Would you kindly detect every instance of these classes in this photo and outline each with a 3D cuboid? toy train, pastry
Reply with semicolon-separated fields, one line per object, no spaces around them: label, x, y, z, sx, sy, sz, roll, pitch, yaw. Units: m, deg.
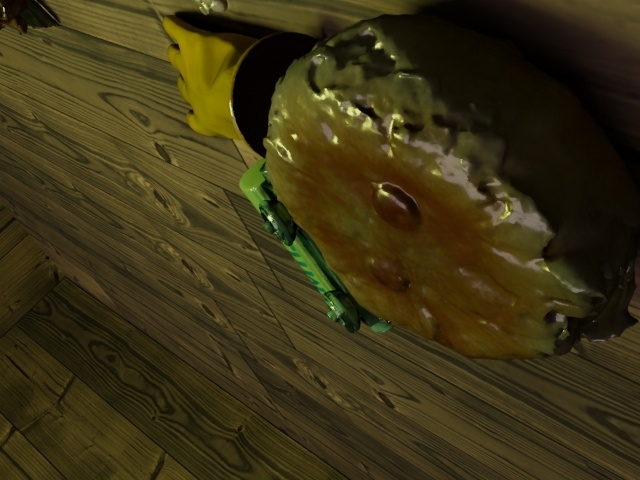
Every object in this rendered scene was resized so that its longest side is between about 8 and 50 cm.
toy train;0.000;0.000;1.026;0.253;0.105;0.157;53;171;-22
pastry;0.093;-0.040;0.684;0.330;0.136;0.329;33;153;19

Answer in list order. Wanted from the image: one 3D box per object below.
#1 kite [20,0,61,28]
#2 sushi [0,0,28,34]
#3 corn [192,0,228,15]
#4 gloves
kite;-0.506;-0.349;1.154;0.013;0.323;0.267;-40;53;47
sushi;-0.464;-0.386;0.956;0.348;0.207;0.234;91;168;-59
corn;-0.139;-0.289;0.723;0.211;0.087;0.087;43;161;-21
gloves;-0.094;-0.164;0.893;0.294;0.116;0.133;28;130;57
